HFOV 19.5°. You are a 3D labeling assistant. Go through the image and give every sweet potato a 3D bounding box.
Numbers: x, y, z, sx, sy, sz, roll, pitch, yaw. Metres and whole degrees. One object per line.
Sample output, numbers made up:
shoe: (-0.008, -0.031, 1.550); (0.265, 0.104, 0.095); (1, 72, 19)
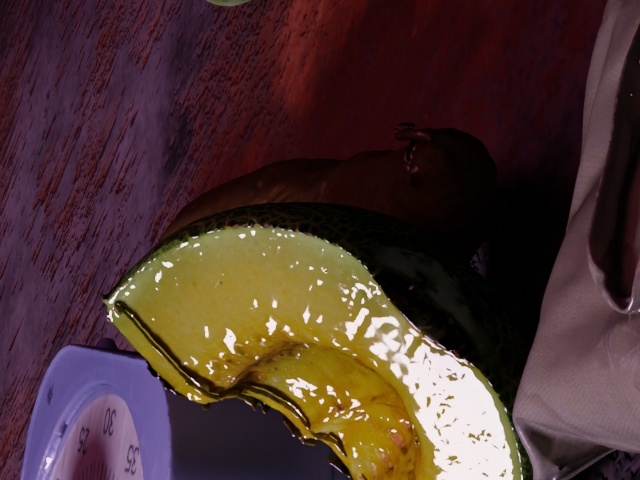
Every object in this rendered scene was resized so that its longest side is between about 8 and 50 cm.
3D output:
sweet potato: (0.005, 0.001, 1.125); (0.422, 0.130, 0.130); (-20, 62, 62)

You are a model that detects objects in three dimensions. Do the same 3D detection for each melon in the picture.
melon: (0.041, 0.057, 0.963); (0.129, 0.265, 0.169); (-39, -10, -45)

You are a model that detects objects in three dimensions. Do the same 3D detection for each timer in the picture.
timer: (-0.135, 0.261, 1.296); (0.395, 0.173, 0.395); (-169, 90, -67)

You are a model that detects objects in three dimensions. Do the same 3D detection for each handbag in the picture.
handbag: (0.176, -0.023, 0.751); (0.316, 0.109, 0.253); (159, 123, -71)

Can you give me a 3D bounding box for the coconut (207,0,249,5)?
coconut: (-0.075, -0.231, 1.490); (0.096, 0.088, 0.088); (-148, 70, -72)
